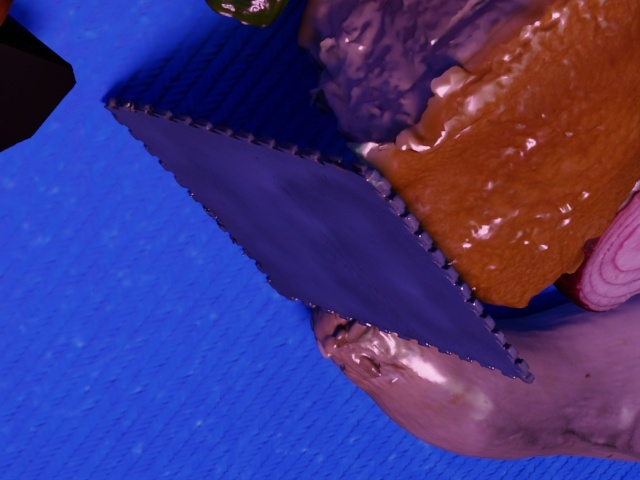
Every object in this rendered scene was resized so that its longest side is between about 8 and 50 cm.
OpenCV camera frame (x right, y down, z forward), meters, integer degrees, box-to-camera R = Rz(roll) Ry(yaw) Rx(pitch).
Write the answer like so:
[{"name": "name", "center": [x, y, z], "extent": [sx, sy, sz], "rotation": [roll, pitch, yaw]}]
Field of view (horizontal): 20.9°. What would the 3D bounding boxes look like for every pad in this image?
[{"name": "pad", "center": [0.000, 0.000, 1.222], "extent": [0.012, 0.269, 0.270], "rotation": [-58, 138, -16]}]

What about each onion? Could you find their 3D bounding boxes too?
[{"name": "onion", "center": [0.204, -0.037, 1.363], "extent": [0.218, 0.140, 0.195], "rotation": [-19, 154, -32]}]

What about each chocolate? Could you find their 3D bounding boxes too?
[{"name": "chocolate", "center": [-0.244, -0.102, 1.117], "extent": [0.148, 0.080, 0.125], "rotation": [-10, 141, -32]}]

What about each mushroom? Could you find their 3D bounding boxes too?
[{"name": "mushroom", "center": [0.164, 0.106, 1.485], "extent": [0.397, 0.126, 0.177], "rotation": [1, 114, -30]}]

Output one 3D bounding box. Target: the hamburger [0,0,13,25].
[{"name": "hamburger", "center": [-0.257, -0.183, 0.951], "extent": [0.147, 0.237, 0.237], "rotation": [-20, 134, 5]}]

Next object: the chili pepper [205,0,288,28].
[{"name": "chili pepper", "center": [-0.021, -0.235, 1.151], "extent": [0.072, 0.073, 0.204], "rotation": [17, 114, -23]}]

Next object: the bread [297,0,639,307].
[{"name": "bread", "center": [0.136, -0.128, 1.212], "extent": [0.279, 0.225, 0.250], "rotation": [-38, 136, 4]}]
